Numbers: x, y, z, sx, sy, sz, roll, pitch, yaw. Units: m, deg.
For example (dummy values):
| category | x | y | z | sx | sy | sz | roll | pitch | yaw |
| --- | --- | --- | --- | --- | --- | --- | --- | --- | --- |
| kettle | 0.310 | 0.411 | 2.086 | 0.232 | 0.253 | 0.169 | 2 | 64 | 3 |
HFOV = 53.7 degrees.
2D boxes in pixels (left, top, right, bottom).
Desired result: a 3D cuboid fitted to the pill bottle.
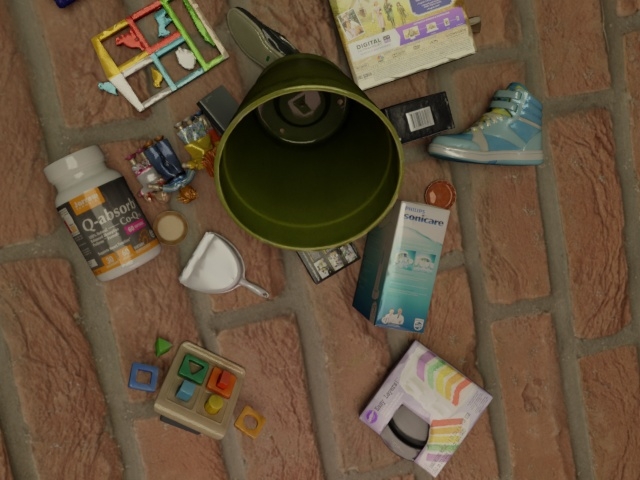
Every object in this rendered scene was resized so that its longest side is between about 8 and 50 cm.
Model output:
| category | x | y | z | sx | sy | sz | roll | pitch | yaw |
| --- | --- | --- | --- | --- | --- | --- | --- | --- | --- |
| pill bottle | -0.488 | -0.061 | 1.411 | 0.162 | 0.162 | 0.278 | -28 | 101 | -7 |

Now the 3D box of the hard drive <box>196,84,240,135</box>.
| category | x | y | z | sx | sy | sz | roll | pitch | yaw |
| --- | --- | --- | --- | --- | --- | --- | --- | --- | --- |
| hard drive | -0.217 | -0.290 | 1.481 | 0.135 | 0.022 | 0.094 | 50 | 45 | -12 |

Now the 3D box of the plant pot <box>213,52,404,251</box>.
| category | x | y | z | sx | sy | sz | roll | pitch | yaw |
| --- | --- | --- | --- | --- | --- | --- | --- | --- | --- |
| plant pot | -0.034 | -0.227 | 1.352 | 0.366 | 0.353 | 0.366 | -3 | 127 | -4 |

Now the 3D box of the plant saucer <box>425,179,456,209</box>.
| category | x | y | z | sx | sy | sz | roll | pitch | yaw |
| --- | --- | --- | --- | --- | --- | --- | --- | --- | --- |
| plant saucer | 0.309 | -0.115 | 1.631 | 0.083 | 0.013 | 0.083 | -1 | 96 | -10 |

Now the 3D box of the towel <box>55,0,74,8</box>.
| category | x | y | z | sx | sy | sz | roll | pitch | yaw |
| --- | --- | --- | --- | --- | --- | --- | --- | --- | --- |
| towel | -0.513 | -0.679 | 1.387 | 0.308 | 0.076 | 0.227 | -36 | 94 | -4 |

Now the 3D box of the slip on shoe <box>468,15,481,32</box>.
| category | x | y | z | sx | sy | sz | roll | pitch | yaw |
| --- | --- | --- | --- | --- | --- | --- | --- | --- | --- |
| slip on shoe | 0.338 | -0.528 | 1.575 | 0.135 | 0.051 | 0.041 | -16 | 111 | -15 |

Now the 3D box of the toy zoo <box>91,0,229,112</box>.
| category | x | y | z | sx | sy | sz | roll | pitch | yaw |
| --- | --- | --- | --- | --- | --- | --- | --- | --- | --- |
| toy zoo | -0.385 | -0.429 | 1.455 | 0.293 | 0.030 | 0.192 | -33 | 101 | -6 |

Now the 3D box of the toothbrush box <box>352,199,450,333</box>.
| category | x | y | z | sx | sy | sz | roll | pitch | yaw |
| --- | --- | --- | --- | --- | --- | --- | --- | --- | --- |
| toothbrush box | 0.187 | 0.050 | 1.524 | 0.126 | 0.216 | 0.295 | 10 | 93 | -12 |

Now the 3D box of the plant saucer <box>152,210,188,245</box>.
| category | x | y | z | sx | sy | sz | roll | pitch | yaw |
| --- | --- | --- | --- | --- | --- | --- | --- | --- | --- |
| plant saucer | -0.359 | -0.030 | 1.513 | 0.083 | 0.015 | 0.083 | -1 | 97 | -11 |

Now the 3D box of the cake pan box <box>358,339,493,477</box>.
| category | x | y | z | sx | sy | sz | roll | pitch | yaw |
| --- | --- | --- | --- | --- | --- | --- | --- | --- | --- |
| cake pan box | 0.264 | 0.429 | 1.618 | 0.246 | 0.070 | 0.267 | 37 | 89 | 11 |

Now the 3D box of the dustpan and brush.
| category | x | y | z | sx | sy | sz | roll | pitch | yaw |
| --- | --- | --- | --- | --- | --- | --- | --- | --- | --- |
| dustpan and brush | -0.217 | 0.088 | 1.539 | 0.211 | 0.060 | 0.147 | 31 | 91 | -6 |

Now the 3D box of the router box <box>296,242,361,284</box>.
| category | x | y | z | sx | sy | sz | roll | pitch | yaw |
| --- | --- | --- | --- | --- | --- | --- | --- | --- | --- |
| router box | 0.000 | 0.000 | 1.569 | 0.133 | 0.046 | 0.179 | -31 | 101 | -6 |

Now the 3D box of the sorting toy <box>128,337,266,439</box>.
| category | x | y | z | sx | sy | sz | roll | pitch | yaw |
| --- | --- | --- | --- | --- | --- | --- | --- | --- | --- |
| sorting toy | -0.275 | 0.348 | 1.498 | 0.348 | 0.196 | 0.047 | 29 | 134 | -12 |

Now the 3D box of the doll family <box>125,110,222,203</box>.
| category | x | y | z | sx | sy | sz | roll | pitch | yaw |
| --- | --- | --- | --- | --- | --- | --- | --- | --- | --- |
| doll family | -0.315 | -0.176 | 1.452 | 0.263 | 0.118 | 0.163 | -34 | 101 | -5 |

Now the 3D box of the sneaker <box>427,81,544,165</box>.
| category | x | y | z | sx | sy | sz | roll | pitch | yaw |
| --- | --- | --- | --- | --- | --- | --- | --- | --- | --- |
| sneaker | 0.416 | -0.294 | 1.578 | 0.319 | 0.127 | 0.208 | 0 | 98 | -20 |

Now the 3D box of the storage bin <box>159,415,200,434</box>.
| category | x | y | z | sx | sy | sz | roll | pitch | yaw |
| --- | --- | --- | --- | --- | --- | --- | --- | --- | --- |
| storage bin | -0.322 | 0.405 | 1.538 | 0.135 | 0.098 | 0.091 | 26 | 119 | -13 |

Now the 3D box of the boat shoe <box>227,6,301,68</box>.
| category | x | y | z | sx | sy | sz | roll | pitch | yaw |
| --- | --- | --- | --- | --- | --- | --- | --- | --- | --- |
| boat shoe | -0.122 | -0.461 | 1.490 | 0.233 | 0.084 | 0.079 | 42 | 50 | -6 |

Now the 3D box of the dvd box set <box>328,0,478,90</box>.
| category | x | y | z | sx | sy | sz | roll | pitch | yaw |
| --- | --- | --- | --- | --- | --- | --- | --- | --- | --- |
| dvd box set | 0.166 | -0.599 | 1.497 | 0.308 | 0.062 | 0.420 | -19 | 99 | 4 |

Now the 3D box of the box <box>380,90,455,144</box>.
| category | x | y | z | sx | sy | sz | roll | pitch | yaw |
| --- | --- | --- | --- | --- | --- | --- | --- | --- | --- |
| box | 0.213 | -0.288 | 1.519 | 0.156 | 0.158 | 0.093 | -18 | 100 | -9 |
